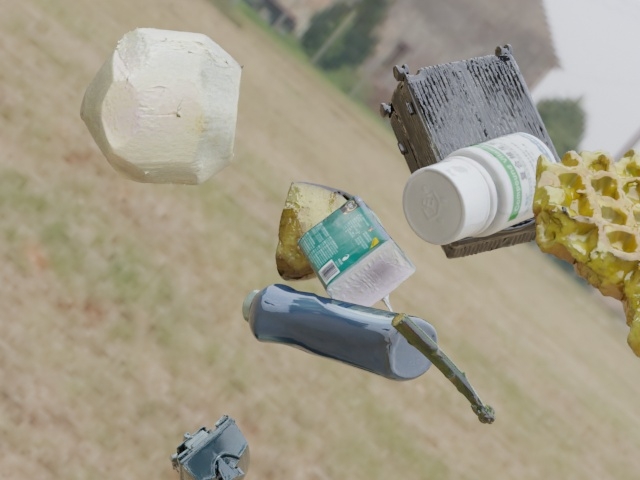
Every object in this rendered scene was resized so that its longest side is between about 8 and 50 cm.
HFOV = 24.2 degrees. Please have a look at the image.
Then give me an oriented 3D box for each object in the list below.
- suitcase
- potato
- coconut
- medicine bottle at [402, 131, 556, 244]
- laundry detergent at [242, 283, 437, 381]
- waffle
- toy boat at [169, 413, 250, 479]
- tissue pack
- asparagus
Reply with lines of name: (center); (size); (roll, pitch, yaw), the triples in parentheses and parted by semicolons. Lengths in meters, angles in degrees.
suitcase: (0.268, -0.150, 2.552); (0.152, 0.229, 0.335); (107, -34, -60)
potato: (0.000, 0.000, 1.616); (0.066, 0.103, 0.096); (3, -23, 30)
coconut: (-0.165, -0.138, 1.533); (0.162, 0.161, 0.161); (6, 12, -5)
medicine bottle: (0.235, -0.076, 2.197); (0.237, 0.139, 0.139); (-18, 53, -45)
laundry detergent: (0.005, 0.080, 1.408); (0.206, 0.061, 0.097); (13, 10, 36)
waffle: (0.283, 0.009, 1.270); (0.253, 0.056, 0.249); (33, 38, 11)
toy boat: (-0.178, 0.361, 2.389); (0.122, 0.114, 0.296); (49, -17, 13)
tissue pack: (0.041, 0.023, 1.505); (0.079, 0.085, 0.111); (50, 3, -30)
asparagus: (0.099, 0.102, 1.175); (0.127, 0.018, 0.015); (47, -2, -23)
